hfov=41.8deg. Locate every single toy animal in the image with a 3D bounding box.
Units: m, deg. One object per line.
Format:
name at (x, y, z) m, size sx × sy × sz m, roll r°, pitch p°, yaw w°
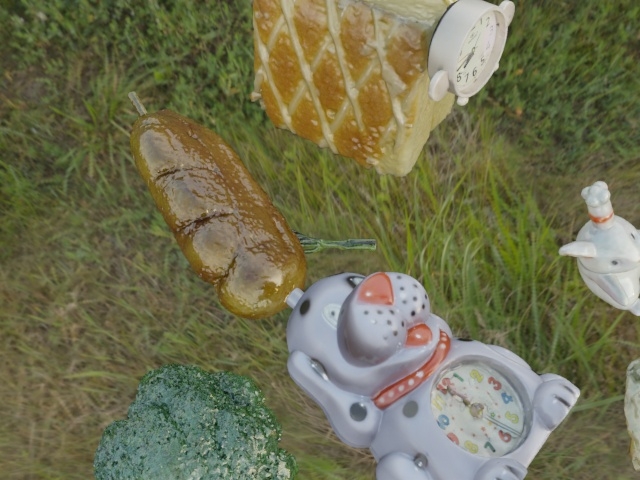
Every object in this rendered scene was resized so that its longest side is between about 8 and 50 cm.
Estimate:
toy animal at (0.486, 0.022, 1.376) m, size 0.138 × 0.282 × 0.140 m, roll 28°, pitch 84°, yaw 29°

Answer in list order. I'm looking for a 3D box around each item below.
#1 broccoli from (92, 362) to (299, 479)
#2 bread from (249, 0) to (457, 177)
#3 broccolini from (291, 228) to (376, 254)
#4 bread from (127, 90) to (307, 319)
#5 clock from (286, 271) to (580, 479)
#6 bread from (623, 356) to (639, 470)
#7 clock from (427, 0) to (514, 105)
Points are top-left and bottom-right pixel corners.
broccoli at (-0.143, 0.285, 1.037) m, size 0.270 × 0.270 × 0.270 m, roll -3°, pitch 80°, yaw 18°
bread at (0.077, -0.377, 1.615) m, size 0.371 × 0.390 × 0.279 m, roll 27°, pitch 51°, yaw 19°
broccolini at (0.000, 0.000, 1.037) m, size 0.140 × 0.030 × 0.035 m, roll -1°, pitch 50°, yaw 9°
bread at (-0.135, -0.049, 0.951) m, size 0.344 × 0.124 × 0.084 m, roll 52°, pitch 129°, yaw 25°
clock at (0.073, 0.121, 0.736) m, size 0.254 × 0.189 × 0.189 m, roll 43°, pitch 82°, yaw 9°
bread at (0.301, 0.195, 0.497) m, size 0.171 × 0.192 × 0.314 m, roll -8°, pitch 79°, yaw 48°
clock at (0.234, -0.309, 1.345) m, size 0.063 × 0.155 × 0.229 m, roll 32°, pitch 69°, yaw 29°
